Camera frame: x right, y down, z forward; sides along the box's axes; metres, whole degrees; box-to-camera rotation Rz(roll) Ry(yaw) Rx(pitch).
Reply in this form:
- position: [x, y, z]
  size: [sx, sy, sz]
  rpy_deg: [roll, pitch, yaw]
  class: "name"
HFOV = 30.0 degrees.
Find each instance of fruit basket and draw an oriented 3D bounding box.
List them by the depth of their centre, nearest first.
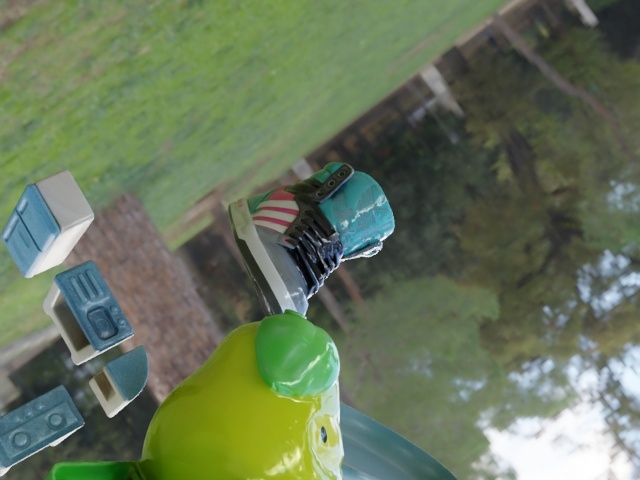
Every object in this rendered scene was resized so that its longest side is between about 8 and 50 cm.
- position: [-0.077, 0.259, 1.026]
  size: [0.392, 0.283, 0.392]
  rpy_deg: [-34, 160, -14]
  class: "fruit basket"

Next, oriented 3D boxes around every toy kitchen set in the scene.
- position: [-0.258, 0.074, 1.060]
  size: [0.166, 0.207, 0.122]
  rpy_deg: [-27, 172, -34]
  class: "toy kitchen set"

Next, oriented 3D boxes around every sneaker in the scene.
- position: [0.000, 0.000, 1.362]
  size: [0.178, 0.123, 0.295]
  rpy_deg: [-22, -157, -1]
  class: "sneaker"

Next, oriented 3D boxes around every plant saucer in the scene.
- position: [0.016, 0.231, 1.361]
  size: [0.043, 0.318, 0.317]
  rpy_deg: [-63, 179, 3]
  class: "plant saucer"
